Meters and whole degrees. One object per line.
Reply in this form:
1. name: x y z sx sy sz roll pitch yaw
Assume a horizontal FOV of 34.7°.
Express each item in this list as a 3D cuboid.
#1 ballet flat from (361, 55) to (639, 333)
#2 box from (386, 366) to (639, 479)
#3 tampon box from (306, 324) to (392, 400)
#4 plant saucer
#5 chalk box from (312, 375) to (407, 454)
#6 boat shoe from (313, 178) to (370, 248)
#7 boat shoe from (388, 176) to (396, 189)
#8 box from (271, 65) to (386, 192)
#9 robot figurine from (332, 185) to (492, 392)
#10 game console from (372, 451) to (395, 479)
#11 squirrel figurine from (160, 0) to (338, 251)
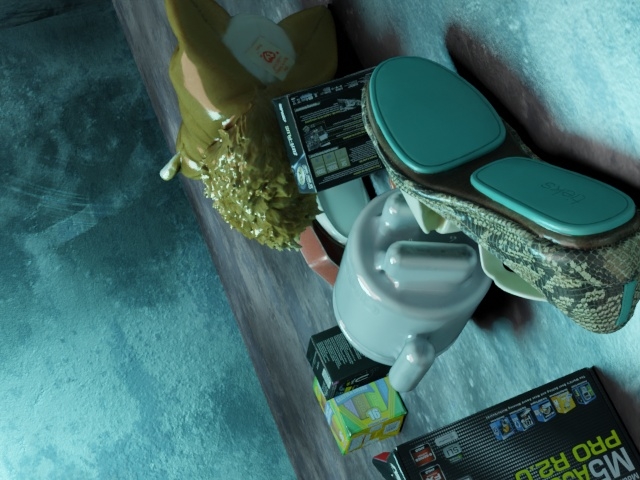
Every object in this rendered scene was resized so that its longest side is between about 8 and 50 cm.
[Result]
1. ballet flat: 0.186 -0.046 1.169 0.483 0.164 0.182 47 153 50
2. box: 0.242 0.294 1.185 0.060 0.270 0.216 101 147 -65
3. tampon box: 0.069 0.213 1.923 0.120 0.161 0.101 100 147 -64
4. plant saucer: 0.000 0.000 1.902 0.258 0.048 0.259 42 -165 -55
5. chalk box: 0.067 0.306 2.106 0.132 0.132 0.213 98 149 -59
6. boat shoe: 0.013 -0.128 1.783 0.103 0.113 0.302 94 154 -69
7. boat shoe: 0.132 -0.041 1.600 0.049 0.043 0.137 134 117 -76
8. box: 0.040 -0.165 1.500 0.077 0.180 0.147 7 116 70
9. robot figurine: 0.125 0.055 1.439 0.353 0.200 0.300 102 173 -64
10. game console: 0.241 0.503 1.656 0.386 0.060 0.342 51 164 1
11. squirrel figurine: -0.145 -0.169 1.701 0.370 0.281 0.397 -49 48 54
